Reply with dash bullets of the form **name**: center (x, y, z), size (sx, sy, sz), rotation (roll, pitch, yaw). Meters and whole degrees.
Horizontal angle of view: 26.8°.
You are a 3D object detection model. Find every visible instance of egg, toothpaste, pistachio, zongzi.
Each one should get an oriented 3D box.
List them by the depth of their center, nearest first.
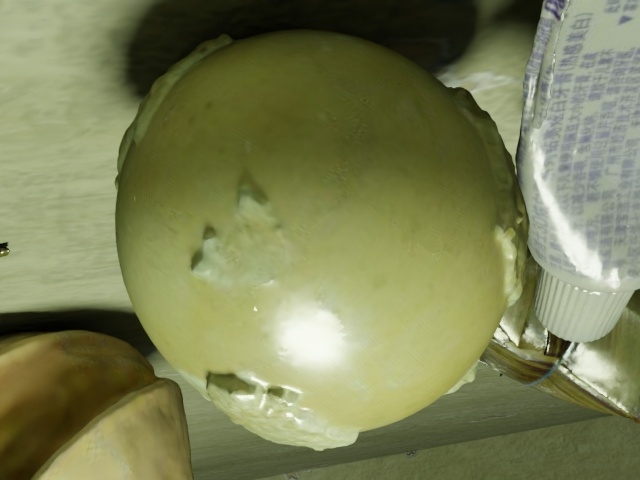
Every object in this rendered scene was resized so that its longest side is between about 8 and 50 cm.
- **egg**: center (0.001, -0.004, 0.535), size (0.164, 0.164, 0.201), rotation (-15, 160, 12)
- **toothpaste**: center (0.128, -0.048, 0.543), size (0.099, 0.068, 0.282), rotation (-31, 150, -23)
- **zongzi**: center (0.107, 0.023, 0.895), size (0.242, 0.112, 0.221), rotation (26, 178, -18)
- **pistachio**: center (-0.200, 0.182, 0.988), size (0.238, 0.229, 0.321), rotation (-50, 165, -13)

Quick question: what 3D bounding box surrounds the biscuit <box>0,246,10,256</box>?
- **biscuit**: center (-0.278, 0.028, 0.678), size (0.274, 0.036, 0.187), rotation (1, 161, -42)
